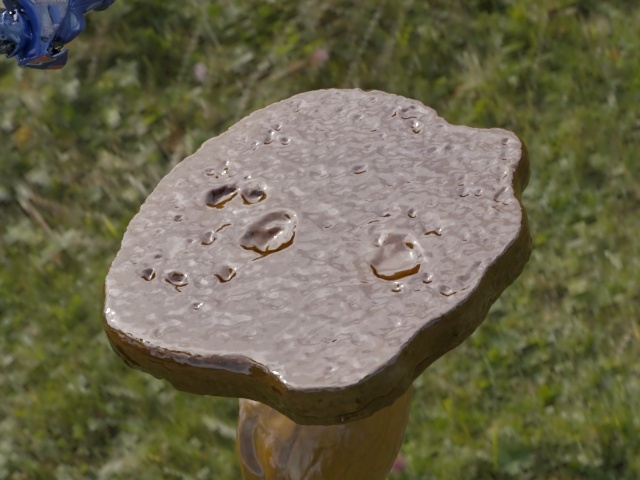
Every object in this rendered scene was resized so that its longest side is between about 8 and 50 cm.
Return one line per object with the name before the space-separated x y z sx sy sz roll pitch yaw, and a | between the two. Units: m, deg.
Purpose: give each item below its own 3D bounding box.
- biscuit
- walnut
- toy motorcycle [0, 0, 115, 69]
biscuit | 0.000 0.001 1.002 0.257 0.049 0.273 14 47 31
walnut | 0.018 0.137 1.346 0.087 0.167 0.211 -8 72 54
toy motorcycle | -0.310 -0.264 1.853 0.076 0.114 0.205 -13 32 47
